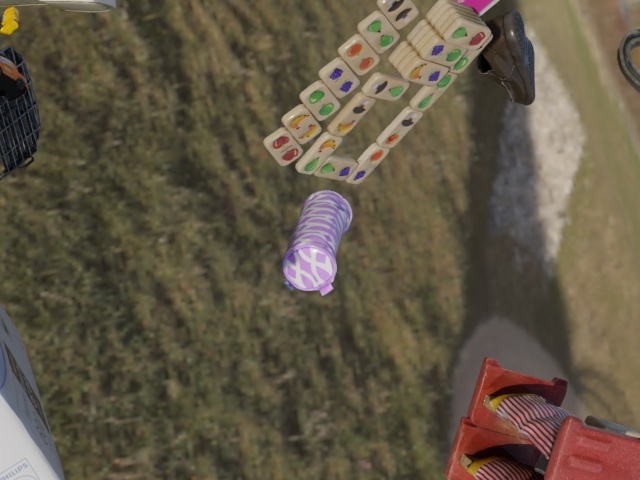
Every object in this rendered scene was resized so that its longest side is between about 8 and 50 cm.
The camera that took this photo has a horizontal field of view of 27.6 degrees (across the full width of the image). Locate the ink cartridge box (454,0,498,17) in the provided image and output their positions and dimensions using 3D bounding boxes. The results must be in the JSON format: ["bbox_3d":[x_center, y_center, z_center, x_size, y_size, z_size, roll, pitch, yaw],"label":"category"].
[{"bbox_3d":[0.232,-0.409,1.463,0.065,0.186,0.311,30,52,-21],"label":"ink cartridge box"}]

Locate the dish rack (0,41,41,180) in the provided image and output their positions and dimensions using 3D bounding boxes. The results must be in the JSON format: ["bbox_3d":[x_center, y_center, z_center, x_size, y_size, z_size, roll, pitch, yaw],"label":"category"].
[{"bbox_3d":[-0.470,-0.123,1.629,0.271,0.074,0.208,-44,151,-32],"label":"dish rack"}]

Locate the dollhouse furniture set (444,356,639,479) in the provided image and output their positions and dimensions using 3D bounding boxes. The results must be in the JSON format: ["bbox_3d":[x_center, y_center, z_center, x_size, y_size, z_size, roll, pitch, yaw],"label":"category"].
[{"bbox_3d":[0.350,0.271,1.469,0.374,0.201,0.152,17,97,-25],"label":"dollhouse furniture set"}]

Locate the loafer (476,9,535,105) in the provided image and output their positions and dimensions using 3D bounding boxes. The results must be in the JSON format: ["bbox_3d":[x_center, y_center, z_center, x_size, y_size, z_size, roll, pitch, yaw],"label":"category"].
[{"bbox_3d":[0.269,-0.268,1.908,0.220,0.078,0.080,55,34,-61],"label":"loafer"}]

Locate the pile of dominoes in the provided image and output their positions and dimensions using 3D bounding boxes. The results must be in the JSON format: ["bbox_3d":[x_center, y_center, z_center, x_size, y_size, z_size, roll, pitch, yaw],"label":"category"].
[{"bbox_3d":[0.066,-0.144,1.350,0.196,0.251,0.040,5,44,-51],"label":"pile of dominoes"}]

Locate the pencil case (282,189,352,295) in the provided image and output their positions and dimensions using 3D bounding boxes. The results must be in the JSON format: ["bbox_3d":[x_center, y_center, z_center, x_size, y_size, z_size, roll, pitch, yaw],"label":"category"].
[{"bbox_3d":[0.000,0.000,1.983,0.088,0.086,0.206,42,28,-14],"label":"pencil case"}]

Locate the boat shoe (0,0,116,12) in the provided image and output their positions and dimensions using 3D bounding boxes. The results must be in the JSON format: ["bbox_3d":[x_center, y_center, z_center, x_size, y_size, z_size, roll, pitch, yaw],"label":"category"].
[{"bbox_3d":[-0.441,-0.383,1.839,0.116,0.324,0.097,4,92,-77],"label":"boat shoe"}]

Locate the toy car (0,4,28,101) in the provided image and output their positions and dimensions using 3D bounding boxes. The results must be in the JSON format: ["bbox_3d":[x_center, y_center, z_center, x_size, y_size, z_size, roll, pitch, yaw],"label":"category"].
[{"bbox_3d":[-0.331,-0.203,1.403,0.060,0.122,0.040,17,48,-28],"label":"toy car"}]

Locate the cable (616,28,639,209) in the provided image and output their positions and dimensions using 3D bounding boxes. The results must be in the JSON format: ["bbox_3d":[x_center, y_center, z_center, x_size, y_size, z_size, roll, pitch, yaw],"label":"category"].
[{"bbox_3d":[0.453,-0.141,1.624,0.072,0.139,0.287,42,40,-73],"label":"cable"}]

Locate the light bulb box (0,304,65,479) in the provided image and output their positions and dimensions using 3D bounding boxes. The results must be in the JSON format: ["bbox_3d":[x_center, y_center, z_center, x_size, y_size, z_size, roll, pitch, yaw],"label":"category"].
[{"bbox_3d":[-0.401,0.044,1.013,0.361,0.225,0.358,64,-10,-25],"label":"light bulb box"}]
